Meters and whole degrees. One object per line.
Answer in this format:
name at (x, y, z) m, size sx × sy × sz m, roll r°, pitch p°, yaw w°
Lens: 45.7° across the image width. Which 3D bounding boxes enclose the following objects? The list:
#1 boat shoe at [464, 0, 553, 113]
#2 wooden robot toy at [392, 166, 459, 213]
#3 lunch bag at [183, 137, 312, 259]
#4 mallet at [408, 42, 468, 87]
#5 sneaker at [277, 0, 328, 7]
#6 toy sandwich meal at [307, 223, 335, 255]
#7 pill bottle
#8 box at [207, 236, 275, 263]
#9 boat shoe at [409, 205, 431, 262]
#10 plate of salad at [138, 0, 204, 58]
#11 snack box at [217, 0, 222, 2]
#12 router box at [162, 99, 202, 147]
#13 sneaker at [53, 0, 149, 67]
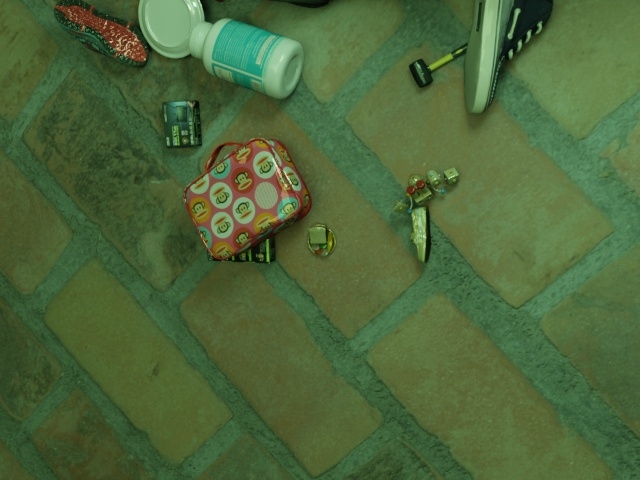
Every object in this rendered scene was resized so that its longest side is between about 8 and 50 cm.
boat shoe at (0.410, -0.440, 1.643) m, size 0.158 × 0.127 × 0.341 m, roll 0°, pitch 116°, yaw -6°
wooden robot toy at (0.234, -0.136, 1.790) m, size 0.173 × 0.076 × 0.079 m, roll -32°, pitch 53°, yaw 11°
lunch bag at (-0.193, -0.118, 1.880) m, size 0.293 × 0.120 × 0.258 m, roll -30°, pitch 85°, yaw 21°
mallet at (0.290, -0.427, 1.738) m, size 0.189 × 0.039 × 0.062 m, roll -35°, pitch 90°, yaw 18°
sneaker at (0.020, -0.643, 1.730) m, size 0.482 × 0.202 × 0.185 m, roll -1°, pitch 82°, yaw 5°
toy sandwich meal at (0.000, 0.000, 1.922) m, size 0.085 × 0.029 × 0.086 m, roll 4°, pitch 101°, yaw 20°
pill bottle at (-0.183, -0.450, 1.845) m, size 0.264 × 0.146 × 0.146 m, roll 23°, pitch 107°, yaw 15°
box at (-0.211, -0.038, 1.986) m, size 0.184 × 0.045 × 0.191 m, roll 1°, pitch 99°, yaw 18°
boat shoe at (0.238, -0.014, 1.825) m, size 0.045 × 0.050 × 0.135 m, roll 0°, pitch 90°, yaw 24°
plate of salad at (-0.377, -0.568, 1.943) m, size 0.199 × 0.048 × 0.200 m, roll 9°, pitch 113°, yaw 22°
snack box at (-0.276, -0.725, 1.871) m, size 0.174 × 0.070 × 0.207 m, roll 35°, pitch 108°, yaw 12°
router box at (-0.364, -0.305, 1.996) m, size 0.092 × 0.038 × 0.123 m, roll 0°, pitch 100°, yaw 21°
sneaker at (-0.568, -0.542, 2.004) m, size 0.261 × 0.125 × 0.104 m, roll 32°, pitch 80°, yaw -10°
